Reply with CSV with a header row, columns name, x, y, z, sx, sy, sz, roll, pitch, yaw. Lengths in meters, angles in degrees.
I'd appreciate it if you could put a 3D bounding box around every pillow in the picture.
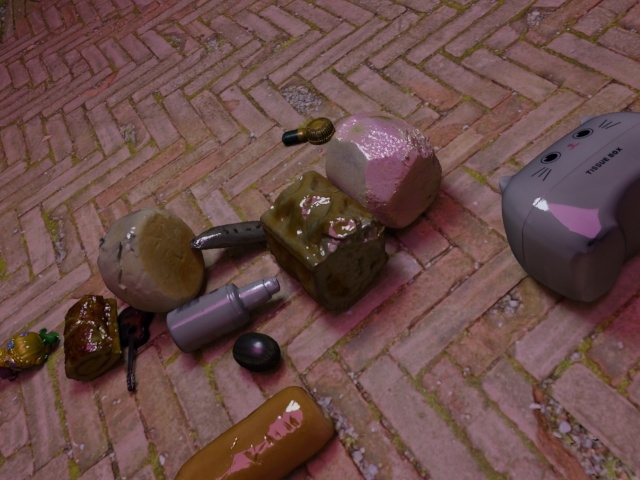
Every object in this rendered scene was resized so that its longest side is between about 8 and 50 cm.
name,x,y,z,sx,sy,sz,roll,pitch,yaw
pillow,-0.199,-0.018,1.355,0.241,0.051,0.093,-11,20,-16

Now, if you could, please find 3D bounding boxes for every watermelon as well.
name,x,y,z,sx,sy,sz,roll,pitch,yaw
watermelon,-0.133,0.227,1.138,0.110,0.078,0.078,7,56,29

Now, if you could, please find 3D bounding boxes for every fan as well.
name,x,y,z,sx,sy,sz,roll,pitch,yaw
fan,-0.038,-0.301,1.562,0.155,0.039,0.082,-11,49,16

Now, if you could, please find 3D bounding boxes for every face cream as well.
name,x,y,z,sx,sy,sz,roll,pitch,yaw
face cream,-0.202,0.148,1.217,0.251,0.101,0.101,-26,47,0

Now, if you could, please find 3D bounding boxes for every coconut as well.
name,x,y,z,sx,sy,sz,roll,pitch,yaw
coconut,0.131,-0.170,1.246,0.233,0.233,0.245,-40,52,-11

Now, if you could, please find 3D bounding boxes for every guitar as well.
name,x,y,z,sx,sy,sz,roll,pitch,yaw
guitar,-0.431,0.243,1.291,0.088,0.025,0.233,-21,48,7

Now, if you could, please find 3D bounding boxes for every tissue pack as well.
name,x,y,z,sx,sy,sz,roll,pitch,yaw
tissue pack,0.491,-0.074,1.006,0.333,0.229,0.236,-35,46,-8

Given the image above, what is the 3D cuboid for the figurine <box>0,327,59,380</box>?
name,x,y,z,sx,sy,sz,roll,pitch,yaw
figurine,-0.721,0.261,1.346,0.156,0.115,0.095,-29,57,-4

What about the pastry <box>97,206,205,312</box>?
name,x,y,z,sx,sy,sz,roll,pitch,yaw
pastry,-0.383,0.044,1.287,0.133,0.265,0.265,-13,47,31

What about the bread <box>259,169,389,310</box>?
name,x,y,z,sx,sy,sz,roll,pitch,yaw
bread,0.004,-0.005,1.180,0.196,0.238,0.252,-28,51,-17

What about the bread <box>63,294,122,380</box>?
name,x,y,z,sx,sy,sz,roll,pitch,yaw
bread,-0.535,0.222,1.298,0.132,0.103,0.172,-39,47,17

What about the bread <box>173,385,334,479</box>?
name,x,y,z,sx,sy,sz,roll,pitch,yaw
bread,-0.124,0.381,0.998,0.305,0.091,0.142,-37,53,-7
